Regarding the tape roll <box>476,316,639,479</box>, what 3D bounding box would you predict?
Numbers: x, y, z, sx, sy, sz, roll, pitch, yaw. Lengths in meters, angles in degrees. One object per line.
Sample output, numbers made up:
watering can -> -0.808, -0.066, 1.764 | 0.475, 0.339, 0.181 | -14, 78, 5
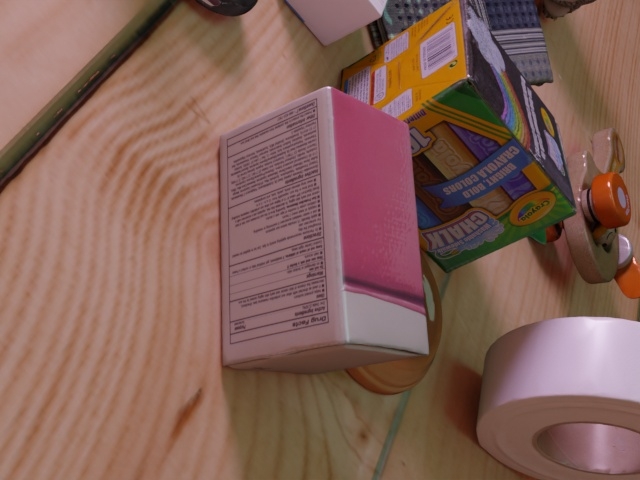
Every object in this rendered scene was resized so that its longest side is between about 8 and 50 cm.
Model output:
tape roll -> 0.332, 0.204, 0.957 | 0.286, 0.286, 0.100 | 41, 48, -32

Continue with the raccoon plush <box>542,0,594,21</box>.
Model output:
raccoon plush -> 0.432, -0.626, 1.461 | 0.299, 0.216, 0.446 | 42, 47, -42

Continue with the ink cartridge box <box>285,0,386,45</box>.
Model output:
ink cartridge box -> 0.027, -0.321, 0.951 | 0.092, 0.090, 0.143 | 42, 49, -31

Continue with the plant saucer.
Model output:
plant saucer -> 0.078, 0.071, 0.907 | 0.200, 0.037, 0.200 | 20, 61, -43

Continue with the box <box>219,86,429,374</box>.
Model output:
box -> 0.000, 0.000, 0.755 | 0.127, 0.149, 0.232 | 15, 66, -47

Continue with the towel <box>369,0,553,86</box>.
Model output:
towel -> 0.177, -0.350, 1.128 | 0.324, 0.056, 0.312 | -12, 87, -35

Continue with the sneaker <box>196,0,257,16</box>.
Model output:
sneaker -> -0.107, -0.361, 0.754 | 0.281, 0.162, 0.106 | 59, 41, -15

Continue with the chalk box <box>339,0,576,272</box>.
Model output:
chalk box -> 0.174, -0.099, 0.951 | 0.289, 0.179, 0.180 | 43, 35, -31

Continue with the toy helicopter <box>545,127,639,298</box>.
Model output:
toy helicopter -> 0.470, -0.061, 1.335 | 0.235, 0.140, 0.355 | 56, 40, -23
